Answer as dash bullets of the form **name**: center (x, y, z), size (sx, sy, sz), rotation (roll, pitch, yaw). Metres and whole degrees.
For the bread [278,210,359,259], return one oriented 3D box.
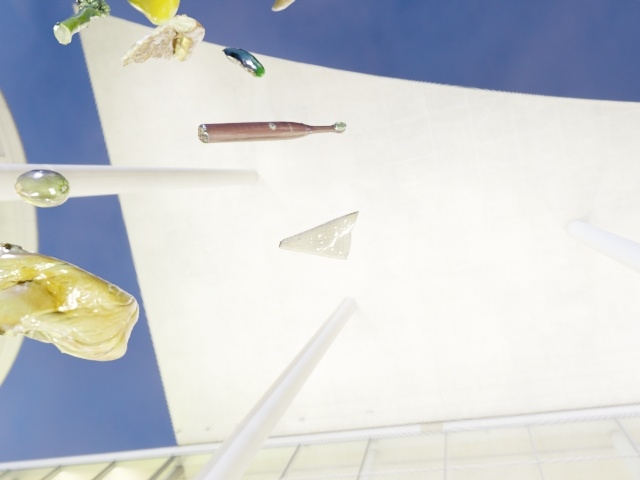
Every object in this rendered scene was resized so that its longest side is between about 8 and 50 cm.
- **bread**: center (-0.004, -0.021, 1.104), size (0.152, 0.077, 0.105), rotation (10, -91, -4)

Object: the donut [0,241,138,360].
- **donut**: center (-0.555, 0.136, 1.101), size (0.360, 0.360, 0.170), rotation (14, -111, 12)

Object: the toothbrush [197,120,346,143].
- **toothbrush**: center (-0.080, -0.219, 1.070), size (0.041, 0.364, 0.041), rotation (14, -70, 46)

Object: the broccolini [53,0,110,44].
- **broccolini**: center (-0.531, -0.481, 1.172), size (0.078, 0.392, 0.074), rotation (12, -61, -15)

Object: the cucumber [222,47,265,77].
- **cucumber**: center (-0.149, -0.352, 1.046), size (0.036, 0.033, 0.184), rotation (-56, -140, 11)

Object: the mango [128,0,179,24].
- **mango**: center (-0.376, -0.568, 1.212), size (0.191, 0.085, 0.122), rotation (43, -87, 22)

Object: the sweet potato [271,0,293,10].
- **sweet potato**: center (-0.046, -0.540, 1.128), size (0.153, 0.041, 0.038), rotation (-34, -85, 15)

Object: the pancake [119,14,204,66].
- **pancake**: center (-0.401, -0.490, 1.378), size (0.244, 0.266, 0.057), rotation (-38, -82, -24)

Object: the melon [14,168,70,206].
- **melon**: center (-0.713, -0.134, 1.370), size (0.162, 0.099, 0.099), rotation (6, -82, 24)
